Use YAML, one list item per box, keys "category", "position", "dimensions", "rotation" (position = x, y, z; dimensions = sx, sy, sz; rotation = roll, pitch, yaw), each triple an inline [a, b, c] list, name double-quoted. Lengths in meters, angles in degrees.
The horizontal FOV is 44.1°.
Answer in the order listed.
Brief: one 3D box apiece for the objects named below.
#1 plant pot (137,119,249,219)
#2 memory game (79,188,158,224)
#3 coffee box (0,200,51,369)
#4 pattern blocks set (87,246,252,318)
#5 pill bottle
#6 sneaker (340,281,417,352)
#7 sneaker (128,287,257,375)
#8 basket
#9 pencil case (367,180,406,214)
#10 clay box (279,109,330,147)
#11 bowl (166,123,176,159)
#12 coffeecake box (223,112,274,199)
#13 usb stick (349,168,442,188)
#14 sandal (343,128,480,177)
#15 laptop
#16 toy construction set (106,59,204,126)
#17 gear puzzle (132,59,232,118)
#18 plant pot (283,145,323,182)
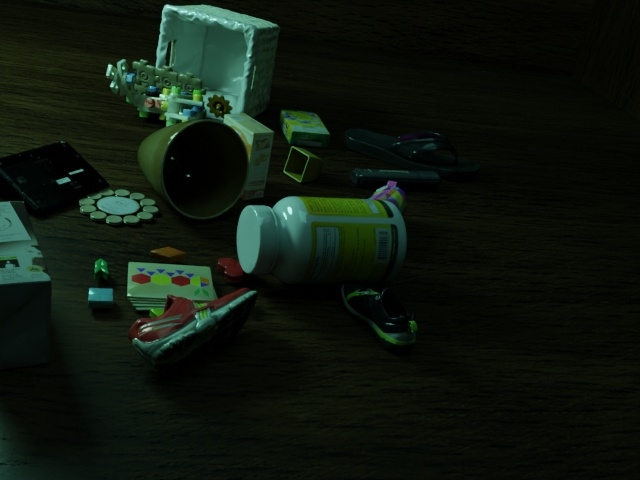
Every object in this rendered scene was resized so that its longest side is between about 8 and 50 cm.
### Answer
- category: "plant pot"
  position: [-0.342, -0.194, 1.948]
  dimensions: [0.237, 0.237, 0.254]
  rotation: [-10, 19, -36]
- category: "memory game"
  position: [-0.477, -0.079, 1.870]
  dimensions: [0.186, 0.012, 0.186]
  rotation: [9, 26, -5]
- category: "coffee box"
  position: [-0.553, 0.069, 1.371]
  dimensions: [0.119, 0.168, 0.297]
  rotation: [-4, 31, -28]
- category: "pattern blocks set"
  position: [-0.295, 0.093, 1.582]
  dimensions: [0.325, 0.026, 0.285]
  rotation: [8, 26, -7]
- category: "pill bottle"
  position: [0.000, 0.000, 1.692]
  dimensions: [0.334, 0.188, 0.188]
  rotation: [1, 28, -25]
- category: "sneaker"
  position: [0.127, 0.130, 1.597]
  dimensions: [0.084, 0.097, 0.235]
  rotation: [-7, 31, -33]
- category: "sneaker"
  position: [-0.224, 0.133, 1.421]
  dimensions: [0.118, 0.107, 0.279]
  rotation: [38, 34, 22]
- category: "basket"
  position: [-0.330, -0.585, 2.587]
  dimensions: [0.331, 0.328, 0.266]
  rotation: [18, 25, 14]
- category: "pencil case"
  position: [0.142, -0.071, 2.005]
  dimensions: [0.104, 0.104, 0.236]
  rotation: [19, 28, 16]
- category: "clay box"
  position: [-0.057, -0.367, 2.567]
  dimensions: [0.127, 0.053, 0.222]
  rotation: [3, 26, -15]
- category: "bowl"
  position: [-0.401, -0.278, 2.221]
  dimensions: [0.170, 0.080, 0.170]
  rotation: [9, 27, -4]
- category: "coffeecake box"
  position: [-0.200, -0.221, 2.066]
  dimensions: [0.068, 0.185, 0.142]
  rotation: [-11, 33, -38]
- category: "usb stick"
  position: [0.223, -0.182, 2.317]
  dimensions: [0.278, 0.045, 0.077]
  rotation: [0, 29, -21]
- category: "sandal"
  position: [0.291, -0.296, 2.501]
  dimensions: [0.446, 0.107, 0.167]
  rotation: [17, 27, 10]
- category: "laptop"
  position: [-0.697, -0.147, 1.905]
  dimensions: [0.264, 0.136, 0.234]
  rotation: [43, 35, 10]
- category: "toy construction set"
  position: [-0.486, -0.419, 2.366]
  dimensions: [0.328, 0.151, 0.215]
  rotation: [26, 14, 9]
- category: "gear puzzle"
  position: [-0.428, -0.466, 2.479]
  dimensions: [0.339, 0.175, 0.044]
  rotation: [17, 44, 11]
- category: "plant pot"
  position: [-0.040, -0.213, 2.243]
  dimensions: [0.083, 0.081, 0.081]
  rotation: [2, 25, -46]
